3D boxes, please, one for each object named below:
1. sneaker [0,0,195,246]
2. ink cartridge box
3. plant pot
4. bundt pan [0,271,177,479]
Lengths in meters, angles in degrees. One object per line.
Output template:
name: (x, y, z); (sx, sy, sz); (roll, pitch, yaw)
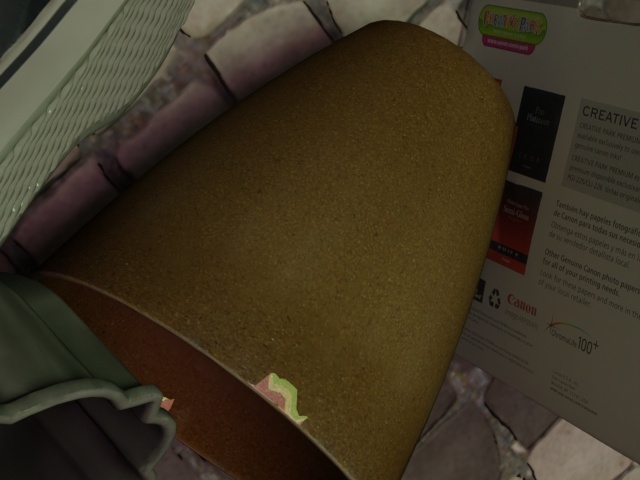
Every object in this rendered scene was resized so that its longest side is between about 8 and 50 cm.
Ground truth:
sneaker: (-0.158, -0.106, 0.656); (0.127, 0.321, 0.126); (26, 128, 3)
ink cartridge box: (0.203, -0.028, 0.801); (0.130, 0.309, 0.271); (3, 103, -28)
plant pot: (0.000, 0.000, 0.779); (0.237, 0.237, 0.254); (48, 65, -29)
bundt pan: (-0.242, 0.129, 0.661); (0.331, 0.124, 0.331); (-31, 159, -14)
